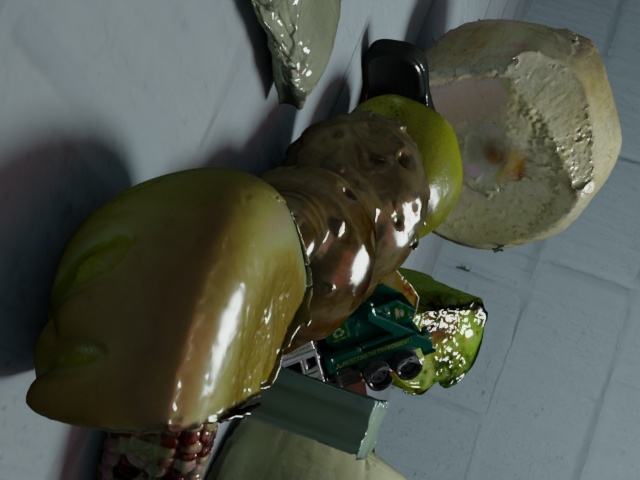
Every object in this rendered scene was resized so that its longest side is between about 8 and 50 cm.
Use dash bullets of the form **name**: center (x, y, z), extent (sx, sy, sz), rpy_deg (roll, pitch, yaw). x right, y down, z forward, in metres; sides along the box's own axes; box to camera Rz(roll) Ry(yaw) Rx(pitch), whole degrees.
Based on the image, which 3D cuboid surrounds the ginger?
- **ginger**: center (0.000, 0.000, 0.921), extent (0.256, 0.176, 0.375), rpy_deg (-65, 170, 19)

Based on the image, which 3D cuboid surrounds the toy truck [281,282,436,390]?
- **toy truck**: center (0.026, 0.124, 1.133), extent (0.110, 0.215, 0.116), rpy_deg (-126, -160, -61)

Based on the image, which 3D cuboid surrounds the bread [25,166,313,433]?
- **bread**: center (-0.098, 0.025, 0.616), extent (0.260, 0.158, 0.156), rpy_deg (-6, 104, -76)

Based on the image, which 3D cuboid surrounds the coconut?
- **coconut**: center (0.334, -0.201, 1.591), extent (0.404, 0.404, 0.405), rpy_deg (18, 90, -77)

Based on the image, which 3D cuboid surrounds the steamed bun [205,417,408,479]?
- **steamed bun**: center (-0.040, 0.370, 1.188), extent (0.272, 0.273, 0.291), rpy_deg (37, 67, -60)

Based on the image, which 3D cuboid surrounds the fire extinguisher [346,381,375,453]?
- **fire extinguisher**: center (0.031, 0.261, 1.429), extent (0.147, 0.106, 0.337), rpy_deg (39, 42, -64)

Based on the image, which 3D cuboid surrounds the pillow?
- **pillow**: center (-0.019, -0.228, 0.800), extent (0.230, 0.050, 0.148), rpy_deg (71, 32, -70)

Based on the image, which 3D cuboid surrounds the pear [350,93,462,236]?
- **pear**: center (0.094, -0.089, 1.155), extent (0.198, 0.198, 0.198), rpy_deg (18, 90, -77)

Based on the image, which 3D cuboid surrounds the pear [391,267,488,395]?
- **pear**: center (0.122, 0.147, 1.599), extent (0.238, 0.255, 0.164), rpy_deg (-6, 111, -38)

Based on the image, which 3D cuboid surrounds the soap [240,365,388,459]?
- **soap**: center (-0.037, 0.161, 0.926), extent (0.114, 0.198, 0.063), rpy_deg (43, 65, -74)

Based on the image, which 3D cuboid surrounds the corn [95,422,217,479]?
- **corn**: center (-0.155, 0.242, 0.781), extent (0.092, 0.092, 0.281), rpy_deg (-36, 144, -69)

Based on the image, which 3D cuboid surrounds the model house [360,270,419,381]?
- **model house**: center (0.015, 0.078, 1.251), extent (0.136, 0.207, 0.219), rpy_deg (-126, -142, -62)

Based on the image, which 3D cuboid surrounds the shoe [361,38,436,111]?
- **shoe**: center (0.103, -0.173, 1.265), extent (0.241, 0.108, 0.093), rpy_deg (72, 35, -58)
